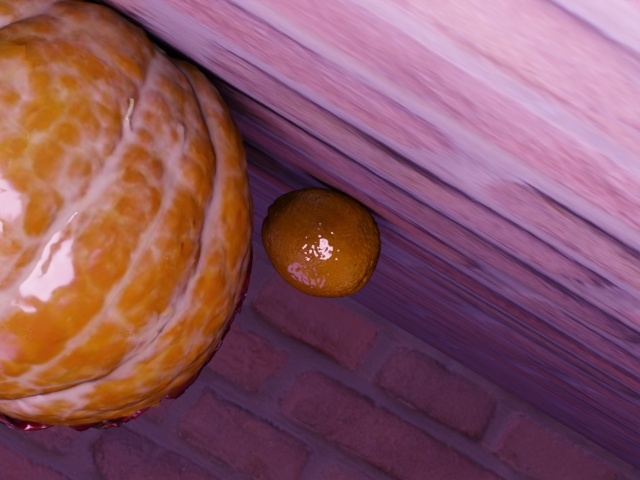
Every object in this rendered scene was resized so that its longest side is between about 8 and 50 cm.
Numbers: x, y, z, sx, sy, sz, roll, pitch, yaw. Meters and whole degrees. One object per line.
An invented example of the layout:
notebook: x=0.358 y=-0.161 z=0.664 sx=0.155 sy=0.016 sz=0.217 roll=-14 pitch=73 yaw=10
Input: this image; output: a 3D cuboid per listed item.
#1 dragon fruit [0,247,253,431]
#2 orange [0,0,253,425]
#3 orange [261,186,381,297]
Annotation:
dragon fruit: x=-0.212 y=0.007 z=1.301 sx=0.329 sy=0.329 sz=0.329 roll=30 pitch=177 yaw=2
orange: x=-0.194 y=-0.036 z=0.971 sx=0.329 sy=0.249 sz=0.329 roll=33 pitch=170 yaw=6
orange: x=0.000 y=0.000 z=1.199 sx=0.095 sy=0.085 sz=0.085 roll=38 pitch=178 yaw=12
